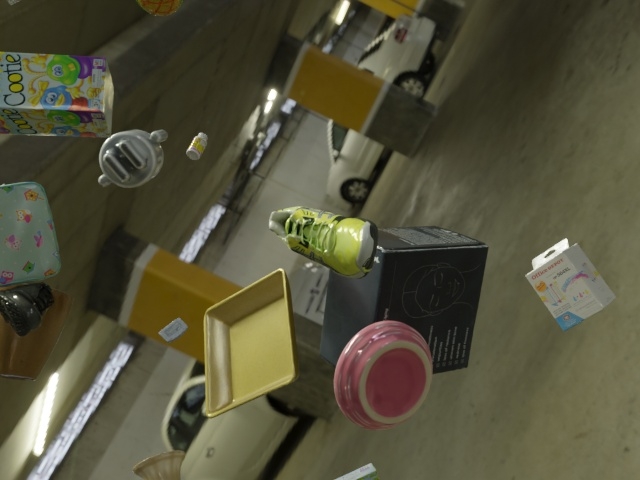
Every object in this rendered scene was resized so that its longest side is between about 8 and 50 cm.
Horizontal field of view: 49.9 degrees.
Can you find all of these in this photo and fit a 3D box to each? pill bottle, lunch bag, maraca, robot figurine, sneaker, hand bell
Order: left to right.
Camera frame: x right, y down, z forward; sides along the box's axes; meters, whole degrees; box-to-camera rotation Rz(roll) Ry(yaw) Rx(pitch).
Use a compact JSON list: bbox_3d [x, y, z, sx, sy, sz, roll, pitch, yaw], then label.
[{"bbox_3d":[-0.838,-0.018,1.859,0.108,0.224,0.279,-9,94,65],"label":"lunch bag"},{"bbox_3d":[-0.725,0.153,1.709,0.130,0.109,0.286,-24,20,-28],"label":"sneaker"},{"bbox_3d":[-0.684,-0.302,2.512,0.300,0.199,0.353,-35,12,2],"label":"robot figurine"},{"bbox_3d":[-0.459,-0.694,1.892,0.127,0.186,0.099,-31,53,11],"label":"maraca"},{"bbox_3d":[-0.337,0.618,1.567,0.242,0.126,0.126,66,149,28],"label":"hand bell"},{"bbox_3d":[-0.370,-0.285,2.076,0.043,0.043,0.083,119,172,-55],"label":"pill bottle"},{"bbox_3d":[0.000,0.000,1.591,0.385,0.147,0.145,12,92,63],"label":"sneaker"}]

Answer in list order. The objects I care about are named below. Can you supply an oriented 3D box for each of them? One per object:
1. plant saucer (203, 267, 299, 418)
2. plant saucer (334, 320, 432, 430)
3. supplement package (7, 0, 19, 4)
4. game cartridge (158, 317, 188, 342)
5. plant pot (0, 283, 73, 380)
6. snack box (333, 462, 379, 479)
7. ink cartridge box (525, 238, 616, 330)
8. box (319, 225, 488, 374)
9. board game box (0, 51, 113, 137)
[{"bbox_3d":[-0.180,0.289,1.884,0.333,0.081,0.332,-30,52,31],"label":"plant saucer"},{"bbox_3d":[0.202,0.406,2.023,0.084,0.332,0.332,17,80,62],"label":"plant saucer"},{"bbox_3d":[-0.660,-0.622,1.480,0.105,0.179,0.105,-17,30,21],"label":"supplement package"},{"bbox_3d":[-0.467,0.289,2.197,0.083,0.056,0.017,-37,-29,-27],"label":"game cartridge"},{"bbox_3d":[-0.873,0.275,2.017,0.237,0.237,0.254,122,155,-69],"label":"plant pot"},{"bbox_3d":[0.096,0.693,1.918,0.037,0.141,0.100,-134,26,-61],"label":"snack box"},{"bbox_3d":[0.462,0.079,1.289,0.092,0.143,0.090,-42,-16,35],"label":"ink cartridge box"},{"bbox_3d":[0.288,0.213,2.406,0.297,0.472,0.479,24,112,51],"label":"box"},{"bbox_3d":[-0.631,-0.334,1.587,0.142,0.275,0.144,119,150,-72],"label":"board game box"}]
